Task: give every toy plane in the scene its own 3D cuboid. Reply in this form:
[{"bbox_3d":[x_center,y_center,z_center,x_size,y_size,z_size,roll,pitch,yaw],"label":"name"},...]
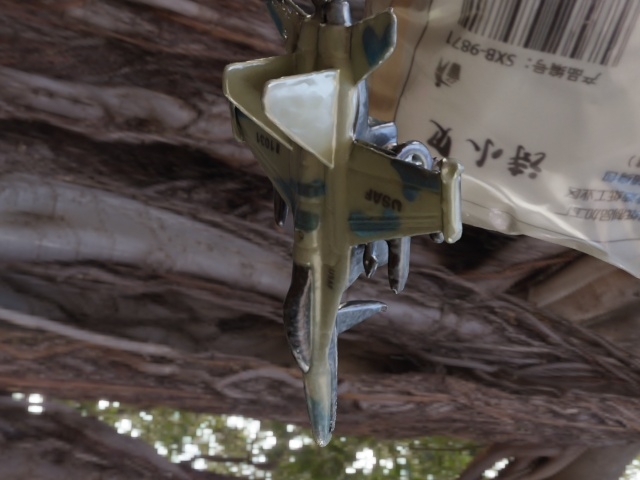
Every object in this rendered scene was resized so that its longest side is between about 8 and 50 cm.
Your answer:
[{"bbox_3d":[0.009,-0.004,0.577,0.192,0.088,0.262,30,-43,45],"label":"toy plane"}]

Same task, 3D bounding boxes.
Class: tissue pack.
[{"bbox_3d":[0.206,-0.135,0.748,0.195,0.376,0.390,-77,-178,-52],"label":"tissue pack"}]
